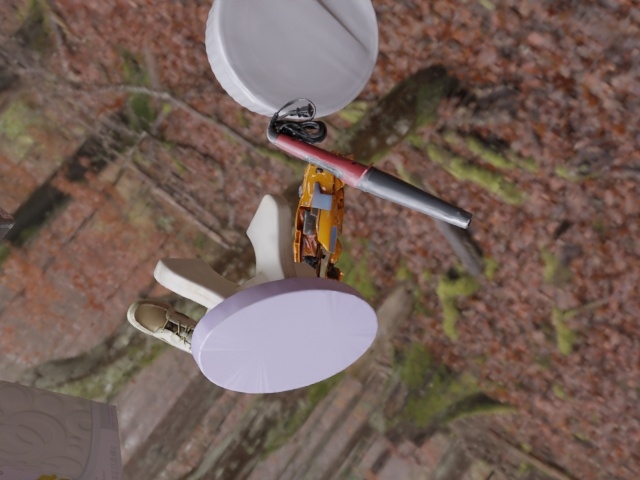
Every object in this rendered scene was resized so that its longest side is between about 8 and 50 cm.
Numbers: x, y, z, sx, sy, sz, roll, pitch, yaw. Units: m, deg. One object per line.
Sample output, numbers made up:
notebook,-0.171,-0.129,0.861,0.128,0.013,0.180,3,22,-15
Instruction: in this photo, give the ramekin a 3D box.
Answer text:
ramekin,-0.053,-0.315,1.345,0.273,0.273,0.127,36,163,-21

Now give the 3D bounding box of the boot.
boot,-0.296,0.196,1.845,0.213,0.077,0.165,31,172,-31

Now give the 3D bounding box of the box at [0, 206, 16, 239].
box,-0.706,0.021,1.552,0.143,0.270,0.165,41,178,-4

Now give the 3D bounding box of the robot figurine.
robot figurine,0.000,0.000,1.446,0.085,0.291,0.211,7,-165,5

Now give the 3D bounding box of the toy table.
toy table,-0.073,0.085,1.136,0.274,0.252,0.161,19,-156,-48

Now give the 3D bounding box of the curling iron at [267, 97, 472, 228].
curling iron,0.051,-0.086,0.977,0.274,0.068,0.035,32,169,23

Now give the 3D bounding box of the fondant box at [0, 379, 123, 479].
fondant box,-0.444,0.305,1.190,0.330,0.096,0.238,19,-155,-27
